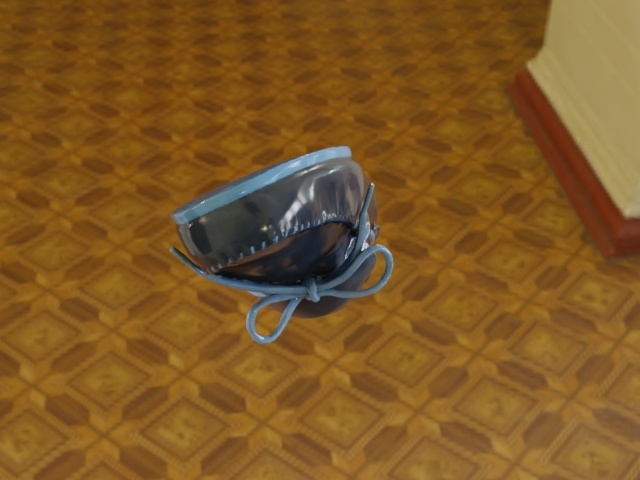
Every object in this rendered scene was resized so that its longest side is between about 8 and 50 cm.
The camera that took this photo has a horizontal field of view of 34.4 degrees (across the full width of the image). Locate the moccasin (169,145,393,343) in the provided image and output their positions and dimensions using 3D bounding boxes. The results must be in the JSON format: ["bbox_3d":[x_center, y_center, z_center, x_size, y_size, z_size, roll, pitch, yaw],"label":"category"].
[{"bbox_3d":[0.000,0.000,0.775,0.137,0.117,0.342,-19,-2,17],"label":"moccasin"}]
